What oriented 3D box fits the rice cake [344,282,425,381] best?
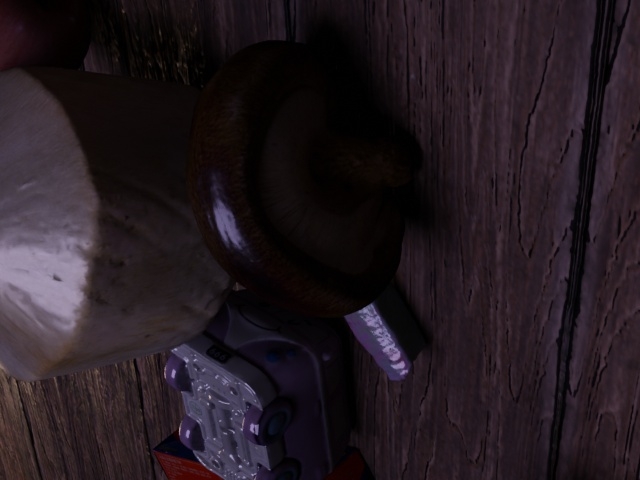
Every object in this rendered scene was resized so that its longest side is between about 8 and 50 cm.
[{"bbox_3d":[0.001,-0.002,1.496,0.081,0.051,0.290,-10,114,57],"label":"rice cake"}]

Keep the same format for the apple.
[{"bbox_3d":[-0.291,-0.207,1.588,0.153,0.153,0.120,52,132,1],"label":"apple"}]

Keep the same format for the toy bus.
[{"bbox_3d":[-0.057,0.149,1.652,0.142,0.142,0.202,31,146,32],"label":"toy bus"}]

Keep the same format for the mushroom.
[{"bbox_3d":[-0.032,-0.044,1.352,0.138,0.194,0.231,-5,108,56],"label":"mushroom"}]

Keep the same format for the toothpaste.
[{"bbox_3d":[-0.068,0.256,1.855,0.320,0.076,0.066,4,125,53],"label":"toothpaste"}]

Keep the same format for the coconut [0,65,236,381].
[{"bbox_3d":[-0.228,-0.018,1.513,0.329,0.329,0.329,35,147,27],"label":"coconut"}]
